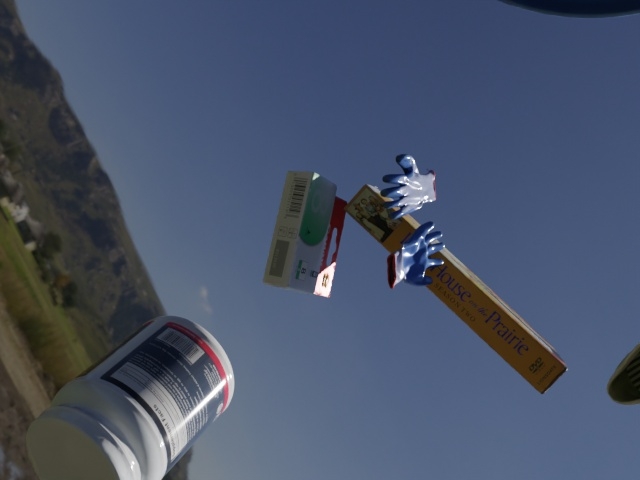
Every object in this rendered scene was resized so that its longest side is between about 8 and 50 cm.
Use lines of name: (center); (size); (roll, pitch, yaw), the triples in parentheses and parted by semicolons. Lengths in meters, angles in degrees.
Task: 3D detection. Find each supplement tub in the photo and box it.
supplement tub: (-0.270, 0.251, 1.073); (0.191, 0.272, 0.191); (12, -61, 23)

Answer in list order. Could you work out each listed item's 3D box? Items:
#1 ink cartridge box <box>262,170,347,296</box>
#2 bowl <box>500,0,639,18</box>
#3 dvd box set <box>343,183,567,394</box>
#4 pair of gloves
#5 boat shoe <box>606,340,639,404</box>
ink cartridge box: (0.000, 0.000, 1.189); (0.056, 0.181, 0.224); (9, -6, 30)
bowl: (0.229, -0.368, 0.634); (0.390, 0.077, 0.391); (19, -24, 9)
dvd box set: (0.236, 0.074, 1.264); (0.420, 0.062, 0.307); (44, 8, 12)
pair of gloves: (0.135, -0.026, 1.042); (0.023, 0.159, 0.198); (2, -79, 34)
boat shoe: (0.357, 0.115, 0.711); (0.083, 0.075, 0.226); (54, -22, 26)
